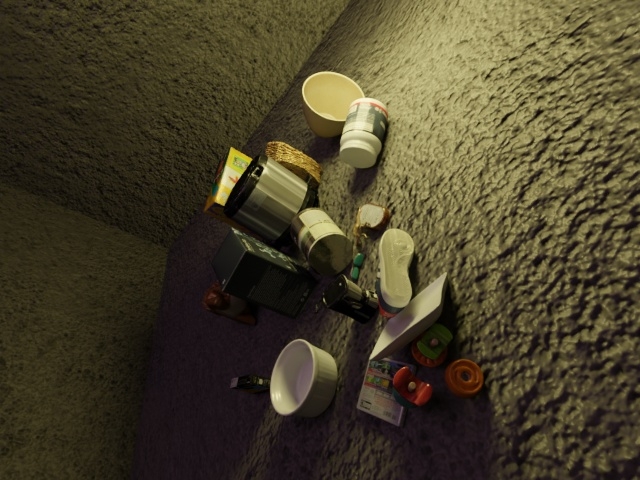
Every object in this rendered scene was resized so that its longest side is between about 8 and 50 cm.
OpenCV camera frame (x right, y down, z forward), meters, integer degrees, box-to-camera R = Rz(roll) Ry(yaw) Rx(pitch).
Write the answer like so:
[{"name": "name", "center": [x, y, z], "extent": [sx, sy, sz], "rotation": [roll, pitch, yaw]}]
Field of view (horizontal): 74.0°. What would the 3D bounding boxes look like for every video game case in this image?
[{"name": "video game case", "center": [0.208, 0.473, 1.358], "extent": [0.201, 0.023, 0.184], "rotation": [-6, 62, 56]}]

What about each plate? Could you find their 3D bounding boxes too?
[{"name": "plate", "center": [0.283, 0.236, 1.288], "extent": [0.277, 0.045, 0.278], "rotation": [-47, -4, 25]}]

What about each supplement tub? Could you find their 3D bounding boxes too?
[{"name": "supplement tub", "center": [0.198, -0.492, 1.948], "extent": [0.191, 0.191, 0.273], "rotation": [-13, 56, 52]}]

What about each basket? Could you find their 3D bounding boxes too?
[{"name": "basket", "center": [-0.139, -0.425, 2.298], "extent": [0.213, 0.299, 0.223], "rotation": [-30, 43, 45]}]

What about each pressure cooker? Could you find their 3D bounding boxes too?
[{"name": "pressure cooker", "center": [-0.228, -0.174, 2.125], "extent": [0.369, 0.420, 0.376], "rotation": [-37, 29, 46]}]

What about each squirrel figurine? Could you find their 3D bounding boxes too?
[{"name": "squirrel figurine", "center": [-0.467, 0.234, 2.332], "extent": [0.396, 0.281, 0.371], "rotation": [-9, 54, 51]}]

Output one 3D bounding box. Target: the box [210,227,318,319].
[{"name": "box", "center": [-0.261, 0.150, 1.949], "extent": [0.212, 0.395, 0.293], "rotation": [-59, 31, 7]}]

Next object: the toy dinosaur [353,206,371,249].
[{"name": "toy dinosaur", "center": [0.160, -0.055, 1.746], "extent": [0.092, 0.053, 0.183], "rotation": [-3, 84, 63]}]

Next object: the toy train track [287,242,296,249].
[{"name": "toy train track", "center": [-0.148, 0.028, 2.247], "extent": [0.083, 0.014, 0.048], "rotation": [-40, 44, 43]}]

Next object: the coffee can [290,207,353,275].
[{"name": "coffee can", "center": [0.000, 0.000, 1.859], "extent": [0.202, 0.201, 0.275], "rotation": [-56, 31, 12]}]

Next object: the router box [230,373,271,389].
[{"name": "router box", "center": [-0.299, 0.640, 1.886], "extent": [0.178, 0.133, 0.046], "rotation": [-29, 44, 44]}]

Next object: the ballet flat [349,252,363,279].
[{"name": "ballet flat", "center": [0.143, 0.106, 1.724], "extent": [0.041, 0.041, 0.115], "rotation": [-6, 61, 55]}]

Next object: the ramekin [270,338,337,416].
[{"name": "ramekin", "center": [-0.060, 0.529, 1.609], "extent": [0.277, 0.135, 0.278], "rotation": [-37, 39, 37]}]

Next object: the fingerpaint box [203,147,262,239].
[{"name": "fingerpaint box", "center": [-0.388, -0.242, 2.395], "extent": [0.163, 0.444, 0.372], "rotation": [-27, 46, 46]}]

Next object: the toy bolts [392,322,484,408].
[{"name": "toy bolts", "center": [0.308, 0.386, 1.177], "extent": [0.228, 0.159, 0.218], "rotation": [-40, 66, -19]}]

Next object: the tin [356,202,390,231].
[{"name": "tin", "center": [0.216, -0.101, 1.774], "extent": [0.106, 0.040, 0.189], "rotation": [-60, 30, -3]}]

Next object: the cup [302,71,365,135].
[{"name": "cup", "center": [0.044, -0.685, 2.257], "extent": [0.237, 0.330, 0.332], "rotation": [117, 163, -60]}]

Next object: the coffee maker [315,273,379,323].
[{"name": "coffee maker", "center": [0.101, 0.225, 1.555], "extent": [0.171, 0.178, 0.120], "rotation": [-32, 40, 38]}]

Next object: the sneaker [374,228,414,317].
[{"name": "sneaker", "center": [0.247, 0.113, 1.487], "extent": [0.148, 0.131, 0.350], "rotation": [104, -179, -46]}]
